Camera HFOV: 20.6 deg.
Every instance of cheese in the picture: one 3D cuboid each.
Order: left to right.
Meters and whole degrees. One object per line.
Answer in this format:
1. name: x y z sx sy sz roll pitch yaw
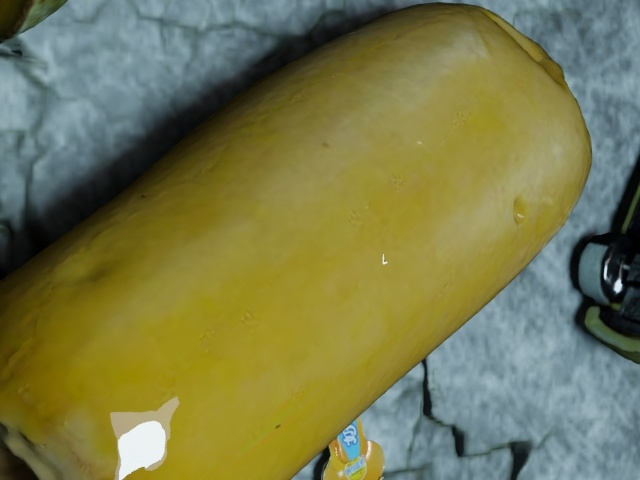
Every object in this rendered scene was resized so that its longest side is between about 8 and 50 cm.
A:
1. cheese: 0.005 0.062 0.785 0.047 0.017 0.111 -22 106 -34

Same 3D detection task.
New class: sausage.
1. sausage: 0.002 -0.003 0.717 0.134 0.116 0.354 44 55 7

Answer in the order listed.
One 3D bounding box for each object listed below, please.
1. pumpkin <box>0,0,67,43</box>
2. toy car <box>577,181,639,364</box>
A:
1. pumpkin: -0.072 -0.236 0.627 0.169 0.148 0.312 -21 109 -33
2. toy car: 0.234 -0.034 0.919 0.124 0.101 0.256 40 66 -38
